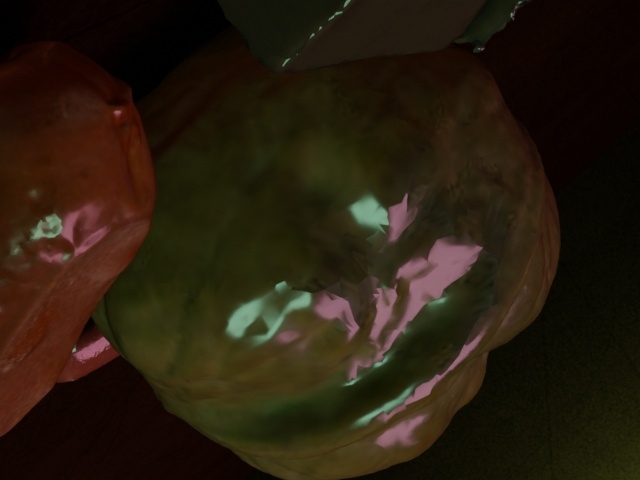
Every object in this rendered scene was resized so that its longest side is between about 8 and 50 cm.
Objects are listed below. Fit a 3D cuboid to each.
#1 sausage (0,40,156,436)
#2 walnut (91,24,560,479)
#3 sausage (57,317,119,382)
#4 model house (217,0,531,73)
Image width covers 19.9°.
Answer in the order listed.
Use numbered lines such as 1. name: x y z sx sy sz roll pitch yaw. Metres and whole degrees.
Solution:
1. sausage: -0.173 0.010 0.898 0.133 0.133 0.258 -28 160 -49
2. walnut: 0.001 0.001 1.107 0.277 0.253 0.282 -47 166 -1
3. sausage: -0.163 0.061 1.292 0.094 0.059 0.054 -35 144 -18
4. model house: 0.027 -0.196 0.540 0.243 0.211 0.204 -41 172 29
